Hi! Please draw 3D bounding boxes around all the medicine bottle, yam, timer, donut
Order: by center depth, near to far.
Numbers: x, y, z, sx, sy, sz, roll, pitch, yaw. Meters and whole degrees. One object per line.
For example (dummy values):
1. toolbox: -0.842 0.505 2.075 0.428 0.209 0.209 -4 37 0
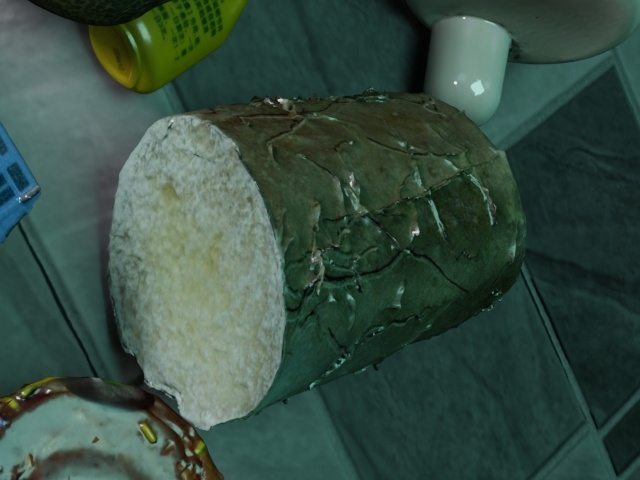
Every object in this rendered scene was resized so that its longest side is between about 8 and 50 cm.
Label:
1. donut: -0.181 0.210 1.342 0.230 0.096 0.216 -9 77 -29
2. yam: 0.000 0.000 1.481 0.348 0.241 0.241 -15 93 -49
3. medicine bottle: -0.089 -0.214 1.544 0.260 0.064 0.095 -40 112 -40
4. timer: 0.185 -0.232 1.699 0.233 0.233 0.240 29 61 -37

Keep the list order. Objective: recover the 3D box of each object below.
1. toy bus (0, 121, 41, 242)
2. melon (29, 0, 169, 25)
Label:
1. toy bus: -0.303 -0.083 1.281 0.133 0.116 0.234 -45 111 -42
2. melon: -0.177 -0.312 1.357 0.237 0.237 0.302 -34 102 -42
